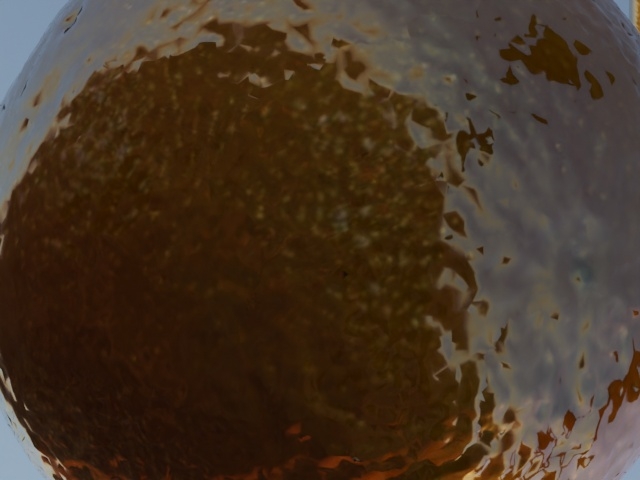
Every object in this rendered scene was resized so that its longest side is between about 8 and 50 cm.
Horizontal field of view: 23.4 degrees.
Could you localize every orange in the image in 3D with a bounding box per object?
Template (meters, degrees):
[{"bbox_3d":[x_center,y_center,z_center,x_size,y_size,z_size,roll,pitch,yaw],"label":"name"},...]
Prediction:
[{"bbox_3d":[0.000,0.000,0.414,0.206,0.206,0.206,20,-50,26],"label":"orange"}]

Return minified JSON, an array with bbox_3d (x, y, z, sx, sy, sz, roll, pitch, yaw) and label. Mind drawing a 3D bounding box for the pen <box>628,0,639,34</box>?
[{"bbox_3d":[0.194,-0.096,0.910,0.040,0.032,0.233,3,-30,17],"label":"pen"}]
